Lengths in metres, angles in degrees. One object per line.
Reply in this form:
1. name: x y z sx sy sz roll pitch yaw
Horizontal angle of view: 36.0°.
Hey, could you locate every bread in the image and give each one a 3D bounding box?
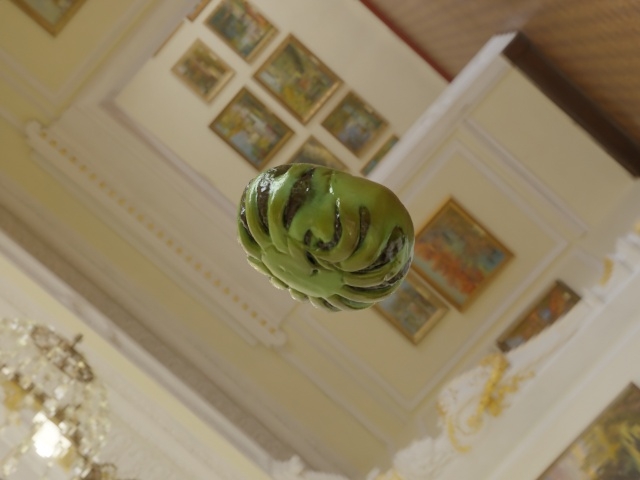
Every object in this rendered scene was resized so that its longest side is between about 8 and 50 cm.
1. bread: 0.000 0.000 0.746 0.139 0.071 0.130 30 142 0
